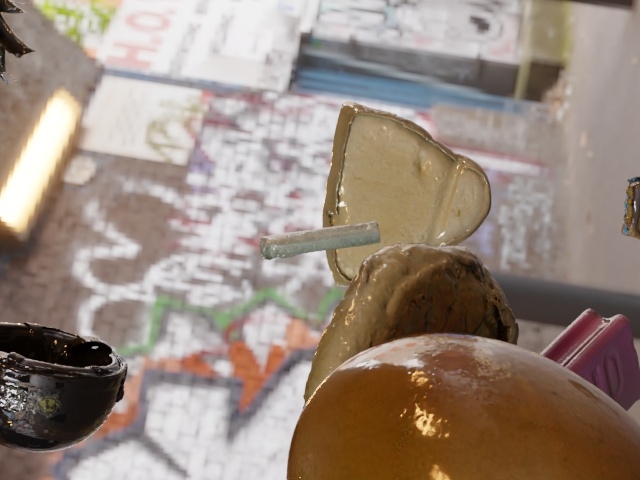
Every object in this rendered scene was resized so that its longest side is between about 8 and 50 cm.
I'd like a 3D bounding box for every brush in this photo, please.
[{"bbox_3d":[0.279,-0.024,0.995,0.014,0.164,0.051,-151,61,-61],"label":"brush"}]

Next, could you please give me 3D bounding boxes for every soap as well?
[{"bbox_3d":[0.288,0.180,1.650,0.203,0.065,0.122,-37,-58,-37],"label":"soap"}]

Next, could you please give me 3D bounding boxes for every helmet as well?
[{"bbox_3d":[-0.415,0.211,2.007,0.230,0.278,0.160,-114,32,-79],"label":"helmet"}]

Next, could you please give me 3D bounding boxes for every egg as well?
[{"bbox_3d":[0.133,0.227,1.120,0.282,0.351,0.282,-48,5,6],"label":"egg"}]

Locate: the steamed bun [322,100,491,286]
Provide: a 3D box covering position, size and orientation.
[{"bbox_3d":[0.106,-0.049,1.835,0.110,0.212,0.231,-156,74,-79],"label":"steamed bun"}]

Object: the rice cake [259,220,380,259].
[{"bbox_3d":[0.000,0.000,1.408,0.022,0.121,0.022,-112,16,-56],"label":"rice cake"}]

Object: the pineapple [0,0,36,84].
[{"bbox_3d":[-0.329,-0.293,1.401,0.165,0.165,0.365,94,-179,-62],"label":"pineapple"}]

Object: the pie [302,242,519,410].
[{"bbox_3d":[0.089,0.163,1.385,0.339,0.077,0.339,-26,-56,-47],"label":"pie"}]
